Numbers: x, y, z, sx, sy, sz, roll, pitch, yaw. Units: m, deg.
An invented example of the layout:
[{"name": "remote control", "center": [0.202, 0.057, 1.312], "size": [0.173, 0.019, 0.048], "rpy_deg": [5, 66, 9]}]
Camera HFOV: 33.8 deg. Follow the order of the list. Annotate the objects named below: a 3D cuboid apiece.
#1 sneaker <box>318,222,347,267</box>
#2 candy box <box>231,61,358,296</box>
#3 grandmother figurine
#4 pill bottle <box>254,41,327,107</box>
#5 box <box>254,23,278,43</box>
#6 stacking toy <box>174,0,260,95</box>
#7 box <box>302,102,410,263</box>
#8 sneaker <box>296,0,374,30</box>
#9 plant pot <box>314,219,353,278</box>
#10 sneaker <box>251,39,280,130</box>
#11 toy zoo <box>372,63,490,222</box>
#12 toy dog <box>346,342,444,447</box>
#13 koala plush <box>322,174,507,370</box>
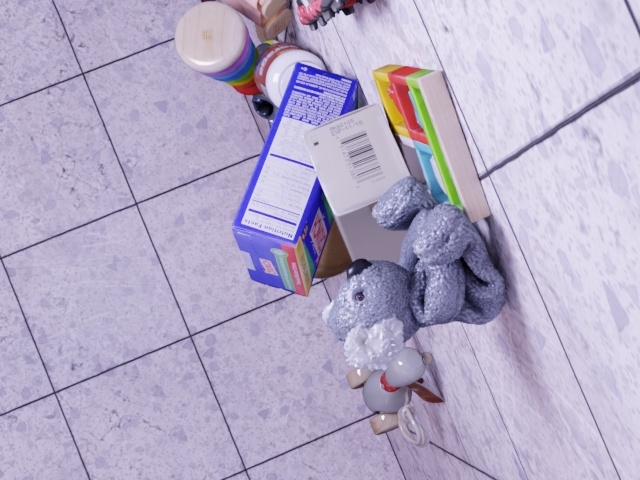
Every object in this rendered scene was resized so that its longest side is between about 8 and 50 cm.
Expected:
[{"name": "sneaker", "center": [0.000, 0.000, 2.201], "size": [0.182, 0.158, 0.410], "rpy_deg": [27, 180, -34]}, {"name": "candy box", "center": [-0.033, -0.097, 1.810], "size": [0.268, 0.122, 0.317], "rpy_deg": [82, -153, -70]}, {"name": "grandmother figurine", "center": [-0.211, -0.526, 2.104], "size": [0.342, 0.104, 0.208], "rpy_deg": [36, 149, 19]}, {"name": "pill bottle", "center": [-0.052, -0.308, 2.009], "size": [0.216, 0.121, 0.121], "rpy_deg": [-130, 18, -69]}, {"name": "box", "center": [-0.135, -0.513, 2.478], "size": [0.201, 0.021, 0.164], "rpy_deg": [74, 171, -53]}, {"name": "stacking toy", "center": [-0.177, -0.364, 2.136], "size": [0.141, 0.141, 0.330], "rpy_deg": [66, -172, 12]}, {"name": "box", "center": [0.072, -0.067, 1.608], "size": [0.311, 0.121, 0.148], "rpy_deg": [64, -176, -72]}, {"name": "sneaker", "center": [0.004, -0.362, 1.419], "size": [0.276, 0.098, 0.135], "rpy_deg": [-135, 21, -78]}, {"name": "plant pot", "center": [0.025, -0.039, 2.006], "size": [0.032, 0.236, 0.236], "rpy_deg": [20, -145, -47]}, {"name": "sneaker", "center": [-0.103, -0.342, 2.332], "size": [0.300, 0.121, 0.111], "rpy_deg": [-119, 9, -46]}, {"name": "toy zoo", "center": [0.135, -0.138, 1.402], "size": [0.293, 0.030, 0.192], "rpy_deg": [-134, 22, -74]}, {"name": "toy dog", "center": [0.184, 0.300, 2.236], "size": [0.334, 0.161, 0.220], "rpy_deg": [-11, 99, 69]}, {"name": "koala plush", "center": [0.106, 0.070, 1.358], "size": [0.203, 0.221, 0.196], "rpy_deg": [54, 176, -24]}]
